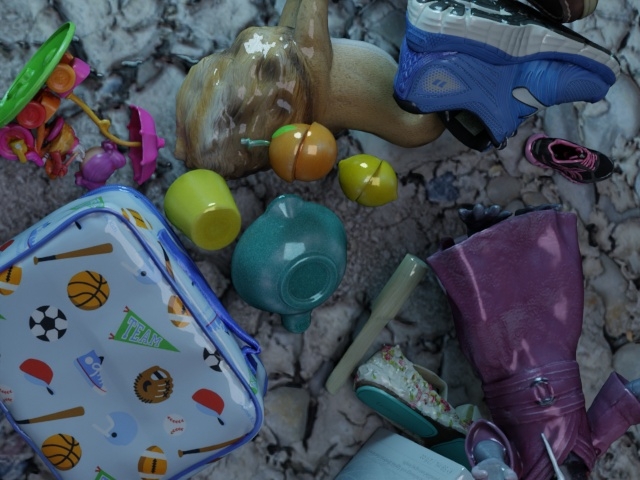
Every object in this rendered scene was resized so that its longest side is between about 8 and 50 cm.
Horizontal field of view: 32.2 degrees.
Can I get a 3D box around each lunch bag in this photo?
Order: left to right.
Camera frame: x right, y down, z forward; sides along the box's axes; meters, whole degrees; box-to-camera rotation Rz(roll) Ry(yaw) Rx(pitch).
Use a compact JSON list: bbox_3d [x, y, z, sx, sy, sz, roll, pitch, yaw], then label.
[{"bbox_3d":[-0.196,0.110,1.103,0.243,0.115,0.303,-32,104,7],"label":"lunch bag"}]

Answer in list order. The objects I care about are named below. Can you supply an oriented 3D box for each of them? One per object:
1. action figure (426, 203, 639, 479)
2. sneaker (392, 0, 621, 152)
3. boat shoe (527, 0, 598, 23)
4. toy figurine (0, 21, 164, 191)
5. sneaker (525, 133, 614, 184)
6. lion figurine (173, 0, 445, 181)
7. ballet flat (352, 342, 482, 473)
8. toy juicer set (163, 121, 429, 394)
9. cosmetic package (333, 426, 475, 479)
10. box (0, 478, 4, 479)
[{"bbox_3d":[0.205,0.150,1.152,0.248,0.276,0.370,-10,83,-19],"label":"action figure"},{"bbox_3d":[0.191,-0.175,1.186,0.330,0.130,0.147,1,121,-42],"label":"sneaker"},{"bbox_3d":[0.140,-0.334,1.171,0.123,0.123,0.342,-42,81,-6],"label":"boat shoe"},{"bbox_3d":[-0.243,-0.105,1.129,0.159,0.130,0.173,38,101,-25],"label":"toy figurine"},{"bbox_3d":[0.307,-0.097,1.329,0.119,0.057,0.047,13,85,-19],"label":"sneaker"},{"bbox_3d":[0.039,-0.168,1.199,0.392,0.142,0.240,5,96,-23],"label":"lion figurine"},{"bbox_3d":[0.140,0.203,1.270,0.241,0.091,0.077,42,53,-19],"label":"ballet flat"},{"bbox_3d":[0.000,0.000,1.179,0.209,0.089,0.329,-40,129,-1],"label":"toy juicer set"},{"bbox_3d":[0.074,0.339,1.170,0.138,0.224,0.224,45,77,-14],"label":"cosmetic package"},{"bbox_3d":[-0.327,0.302,1.122,0.244,0.060,0.100,36,80,-16],"label":"box"}]
